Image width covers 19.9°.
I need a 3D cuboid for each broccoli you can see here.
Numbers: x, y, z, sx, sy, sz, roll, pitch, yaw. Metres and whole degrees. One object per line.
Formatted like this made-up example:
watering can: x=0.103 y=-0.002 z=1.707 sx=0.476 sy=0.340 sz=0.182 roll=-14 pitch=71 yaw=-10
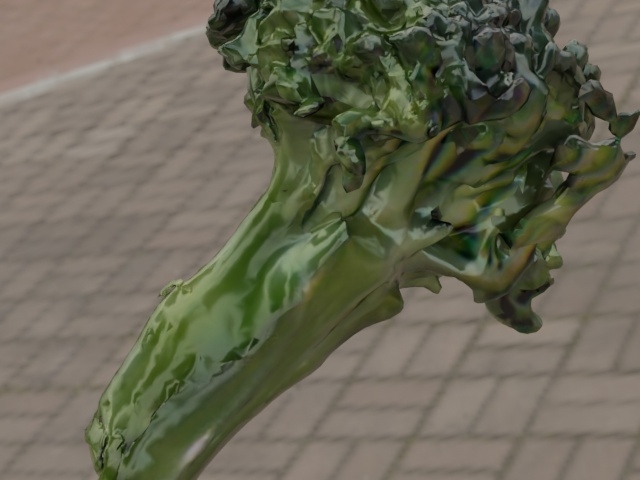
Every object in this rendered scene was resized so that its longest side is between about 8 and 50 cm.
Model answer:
broccoli: x=0.014 y=-0.001 z=0.800 sx=0.198 sy=0.275 sz=0.177 roll=8 pitch=22 yaw=-47
